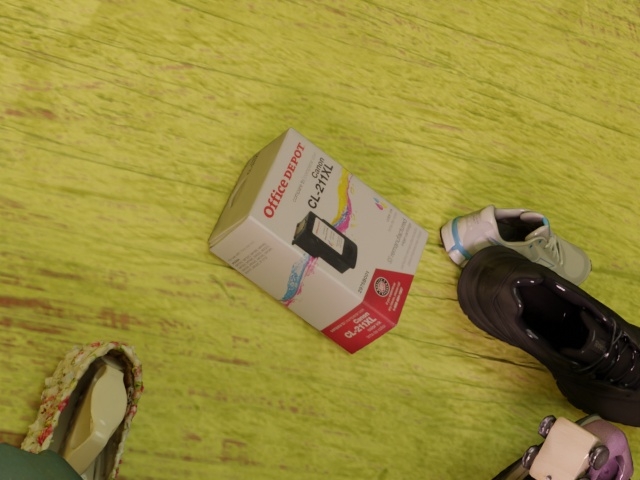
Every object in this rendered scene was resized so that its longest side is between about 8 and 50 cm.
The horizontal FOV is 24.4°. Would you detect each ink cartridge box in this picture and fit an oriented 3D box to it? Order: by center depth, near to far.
[{"bbox_3d":[0.000,0.000,1.370,0.175,0.072,0.127,37,48,-16],"label":"ink cartridge box"}]

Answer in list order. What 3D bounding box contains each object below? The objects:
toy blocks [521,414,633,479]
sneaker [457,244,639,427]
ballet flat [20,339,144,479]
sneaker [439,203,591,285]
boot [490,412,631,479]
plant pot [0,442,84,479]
[{"bbox_3d":[0.308,0.354,1.275,0.309,0.288,0.260,32,5,39],"label":"toy blocks"},{"bbox_3d":[0.268,0.110,1.463,0.286,0.130,0.109,30,88,-15],"label":"sneaker"},{"bbox_3d":[-0.189,0.173,1.114,0.091,0.077,0.241,27,51,-25],"label":"ballet flat"},{"bbox_3d":[0.222,0.006,1.538,0.191,0.083,0.071,13,56,-34],"label":"sneaker"},{"bbox_3d":[0.242,0.275,1.380,0.236,0.085,0.178,-22,72,-48],"label":"boot"},{"bbox_3d":[-0.164,0.319,0.851,0.341,0.341,0.334,-15,53,-43],"label":"plant pot"}]
